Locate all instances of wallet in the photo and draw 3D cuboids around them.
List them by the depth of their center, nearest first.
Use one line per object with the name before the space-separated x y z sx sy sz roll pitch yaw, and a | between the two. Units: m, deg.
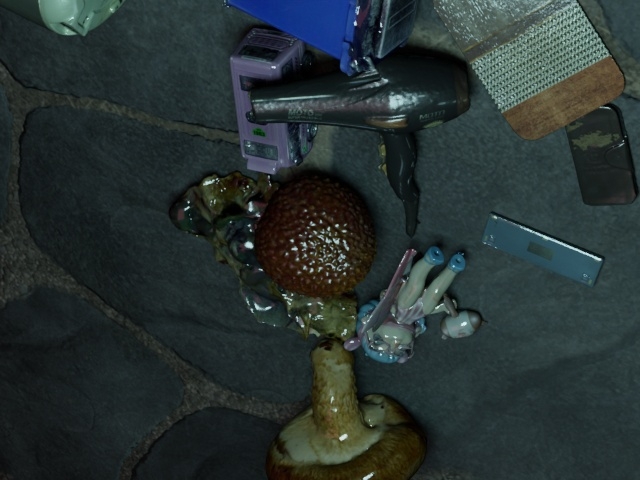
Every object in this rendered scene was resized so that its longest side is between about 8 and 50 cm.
wallet | 0.378 -0.115 1.858 0.082 0.018 0.157 0 124 30

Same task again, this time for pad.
pad | 0.202 -0.211 1.799 0.323 0.055 0.250 -34 107 9

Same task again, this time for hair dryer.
hair dryer | 0.073 -0.115 1.962 0.303 0.120 0.359 -8 137 7

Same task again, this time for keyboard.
keyboard | 0.321 0.013 1.997 0.176 0.014 0.055 23 133 13

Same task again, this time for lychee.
lychee | -0.006 -0.003 2.053 0.194 0.194 0.194 16 132 19

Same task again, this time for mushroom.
mushroom | 0.018 0.333 2.276 0.254 0.267 0.267 42 135 -6

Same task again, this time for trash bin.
trash bin | 0.006 -0.344 1.797 0.234 0.162 0.184 24 127 20

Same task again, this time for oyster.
oyster | -0.089 0.049 2.219 0.221 0.096 0.361 -19 112 47

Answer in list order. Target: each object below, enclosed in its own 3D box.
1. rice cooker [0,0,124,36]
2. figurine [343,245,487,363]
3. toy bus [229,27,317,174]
rice cooker | -0.385 -0.439 1.865 0.277 0.288 0.288 26 134 11
figurine | 0.155 0.097 2.122 0.205 0.103 0.260 8 138 -24
toy bus | -0.069 -0.198 1.989 0.096 0.108 0.199 13 131 22
